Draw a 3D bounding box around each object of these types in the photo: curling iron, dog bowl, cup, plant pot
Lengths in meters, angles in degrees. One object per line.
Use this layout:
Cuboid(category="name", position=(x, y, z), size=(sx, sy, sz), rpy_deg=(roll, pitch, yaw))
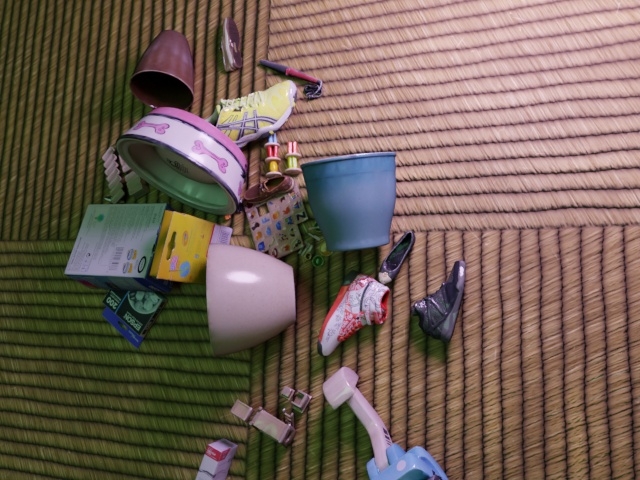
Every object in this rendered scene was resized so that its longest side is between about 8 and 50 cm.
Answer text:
Cuboid(category="curling iron", position=(-0.101, -0.543, 1.765), size=(0.274, 0.035, 0.068), rpy_deg=(34, 94, 22))
Cuboid(category="dog bowl", position=(-0.410, -0.247, 1.659), size=(0.408, 0.408, 0.150), rpy_deg=(17, 70, 22))
Cuboid(category="cup", position=(-0.196, 0.166, 1.569), size=(0.237, 0.331, 0.330), rpy_deg=(-3, 80, -6))
Cuboid(category="plant pot", position=(-0.532, -0.609, 1.866), size=(0.216, 0.215, 0.230), rpy_deg=(-5, 65, 20))
Cuboid(category="plant pot", position=(0.091, -0.104, 1.516), size=(0.272, 0.272, 0.255), rpy_deg=(-5, 94, 20))

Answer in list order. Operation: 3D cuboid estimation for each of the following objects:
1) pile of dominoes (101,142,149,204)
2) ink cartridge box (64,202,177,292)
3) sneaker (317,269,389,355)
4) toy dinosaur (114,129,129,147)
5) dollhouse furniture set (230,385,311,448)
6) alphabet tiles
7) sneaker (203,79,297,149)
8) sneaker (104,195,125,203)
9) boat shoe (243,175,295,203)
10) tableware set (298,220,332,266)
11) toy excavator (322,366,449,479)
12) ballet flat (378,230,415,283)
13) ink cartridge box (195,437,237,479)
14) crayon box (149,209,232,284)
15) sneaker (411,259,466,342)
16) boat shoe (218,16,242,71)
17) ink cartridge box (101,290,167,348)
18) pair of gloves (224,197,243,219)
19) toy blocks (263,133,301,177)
Cuboid(category="pile of dominoes", position=(-0.697, -0.267, 1.956), size=(0.196, 0.040, 0.251), rpy_deg=(-28, 66, 12))
Cuboid(category="ink cartridge box", position=(-0.615, 0.025, 1.779), size=(0.396, 0.151, 0.269), rpy_deg=(0, 66, 22))
Cuboid(category="sneaker", position=(0.100, 0.232, 1.538), size=(0.145, 0.090, 0.270), rpy_deg=(23, 87, 25))
Cuboid(category="toy dinosaur", position=(-0.663, -0.344, 1.925), size=(0.183, 0.053, 0.092), rpy_deg=(15, 95, 32))
Cuboid(category="dollhouse furniture set", position=(-0.142, 0.500, 1.606), size=(0.182, 0.101, 0.161), rpy_deg=(24, 66, 23))
Cuboid(category="alphabet tiles", position=(-0.136, -0.062, 1.704), size=(0.198, 0.009, 0.237), rpy_deg=(-25, 68, 15))
Cuboid(category="sneaker", position=(-0.247, -0.399, 1.721), size=(0.385, 0.147, 0.145), rpy_deg=(-32, 48, 11))
Cuboid(category="sneaker", position=(-0.749, -0.155, 1.955), size=(0.083, 0.031, 0.035), rpy_deg=(11, 79, 13))
Cuboid(category="boat shoe", position=(-0.172, -0.170, 1.710), size=(0.178, 0.060, 0.064), rpy_deg=(-17, 70, 18))
Cuboid(category="tableware set", position=(0.000, 0.000, 1.648), size=(0.104, 0.024, 0.154), rpy_deg=(32, 93, 22))
Cuboid(category="toy excavator", position=(0.189, 0.588, 1.395), size=(0.222, 0.445, 0.433), rpy_deg=(-42, 111, 9))
Cuboid(category="ballet flat", position=(0.215, 0.045, 1.532), size=(0.058, 0.049, 0.173), rpy_deg=(27, 81, 24))
Cuboid(category="ink cartridge box", position=(-0.318, 0.682, 1.619), size=(0.056, 0.099, 0.135), rpy_deg=(19, 88, 22))
Cuboid(category="crayon box", position=(-0.403, 0.026, 1.637), size=(0.081, 0.318, 0.202), rpy_deg=(11, 85, 22))
Cuboid(category="sneaker", position=(0.324, 0.154, 1.467), size=(0.130, 0.087, 0.227), rpy_deg=(17, 93, 16))
Cuboid(category="boat shoe", position=(-0.325, -0.681, 1.859), size=(0.072, 0.068, 0.189), rpy_deg=(-13, 77, 30))
Cuboid(category="ink cartridge box", position=(-0.657, 0.232, 1.849), size=(0.206, 0.045, 0.208), rpy_deg=(34, 96, 21))
Cuboid(category="pair of gloves", position=(-0.297, -0.114, 1.785), size=(0.083, 0.010, 0.074), rpy_deg=(-28, 72, 12))
Cuboid(category="toy blocks", position=(-0.123, -0.284, 1.723), size=(0.123, 0.054, 0.148), rpy_deg=(-8, 78, 20))
